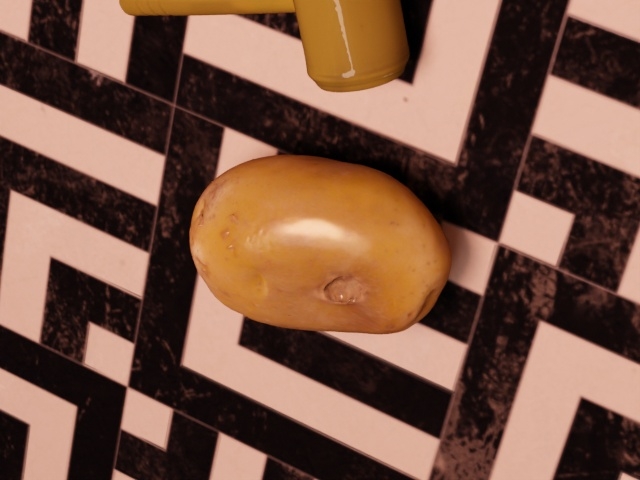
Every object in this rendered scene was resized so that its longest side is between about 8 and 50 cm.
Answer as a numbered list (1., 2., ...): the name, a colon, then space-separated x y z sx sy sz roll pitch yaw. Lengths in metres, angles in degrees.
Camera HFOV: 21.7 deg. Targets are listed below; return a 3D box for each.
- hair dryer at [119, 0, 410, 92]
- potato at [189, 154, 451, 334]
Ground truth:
1. hair dryer: -0.055 -0.202 1.427 0.279 0.090 0.135 4 118 35
2. potato: 0.000 0.000 1.454 0.234 0.146 0.150 6 160 12
